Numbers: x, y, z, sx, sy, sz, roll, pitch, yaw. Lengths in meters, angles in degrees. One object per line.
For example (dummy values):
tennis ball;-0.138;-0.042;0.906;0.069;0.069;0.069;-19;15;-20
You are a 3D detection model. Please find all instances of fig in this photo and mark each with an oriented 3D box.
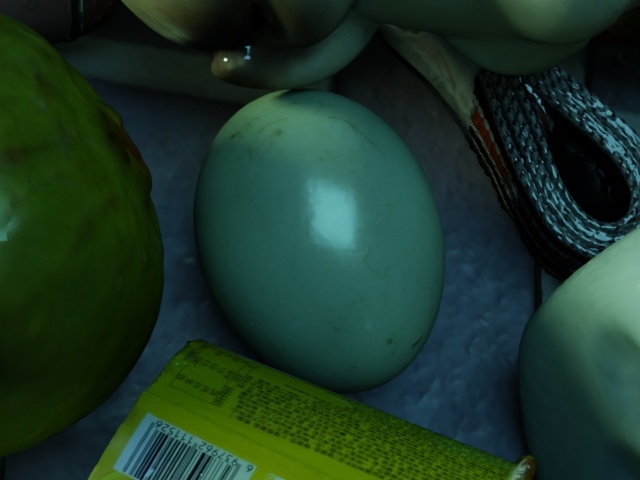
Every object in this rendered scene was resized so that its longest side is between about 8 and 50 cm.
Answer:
fig;-0.248;0.017;0.924;0.326;0.258;0.258;-23;76;-6

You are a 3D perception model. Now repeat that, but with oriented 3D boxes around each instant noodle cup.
instant noodle cup;-0.029;0.189;0.915;0.200;0.264;0.264;26;65;7

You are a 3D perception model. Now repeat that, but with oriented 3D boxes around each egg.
egg;0.000;0.000;1.041;0.149;0.149;0.192;-13;79;-18

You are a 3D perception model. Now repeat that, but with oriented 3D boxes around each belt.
belt;0.108;-0.121;1.148;0.126;0.094;0.359;-30;77;-18

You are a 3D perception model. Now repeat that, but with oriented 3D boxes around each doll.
doll;0.035;-0.198;0.993;0.370;0.215;0.226;-8;96;-8

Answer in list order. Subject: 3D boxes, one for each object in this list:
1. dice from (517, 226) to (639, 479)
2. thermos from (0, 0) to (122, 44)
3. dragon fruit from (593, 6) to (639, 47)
dice;0.294;0.101;1.010;0.265;0.268;0.262;-22;76;-20
thermos;-0.240;-0.165;1.081;0.330;0.136;0.109;-16;101;-19
dragon fruit;0.329;-0.274;1.137;0.249;0.371;0.386;21;25;-10
